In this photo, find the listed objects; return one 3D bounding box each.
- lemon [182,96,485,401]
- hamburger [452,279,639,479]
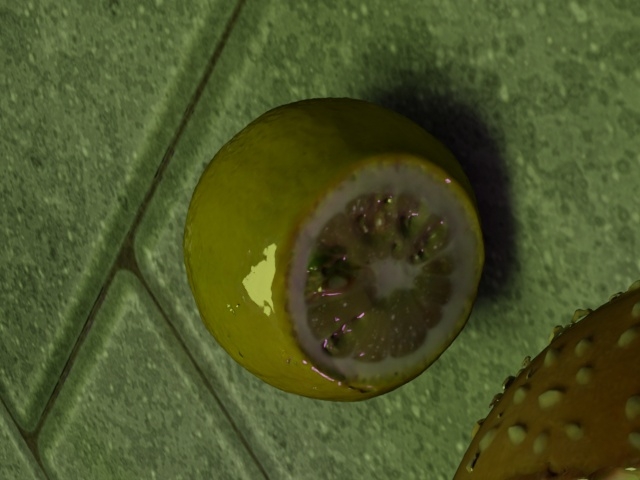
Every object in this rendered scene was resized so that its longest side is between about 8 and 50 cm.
[{"bbox_3d":[0.000,0.000,1.420,0.219,0.240,0.240,29,132,58],"label":"lemon"},{"bbox_3d":[0.289,0.119,1.007,0.445,0.287,0.268,-10,130,28],"label":"hamburger"}]
